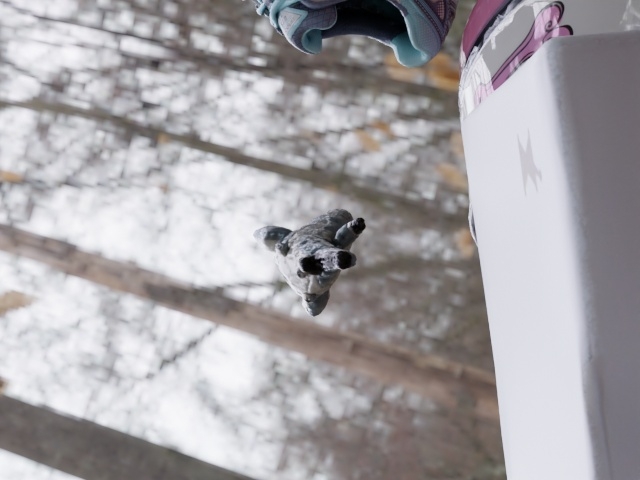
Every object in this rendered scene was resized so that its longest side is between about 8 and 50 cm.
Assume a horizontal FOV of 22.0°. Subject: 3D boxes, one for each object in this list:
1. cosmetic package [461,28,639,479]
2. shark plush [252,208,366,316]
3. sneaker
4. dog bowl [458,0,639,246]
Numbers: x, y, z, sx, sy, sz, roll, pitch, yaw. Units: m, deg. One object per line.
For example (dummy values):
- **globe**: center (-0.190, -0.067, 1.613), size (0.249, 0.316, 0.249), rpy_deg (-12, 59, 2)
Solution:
- **cosmetic package**: center (0.290, 0.033, 0.528), size (0.161, 0.453, 0.230), rpy_deg (142, 122, -86)
- **shark plush**: center (0.000, 0.000, 1.103), size (0.067, 0.073, 0.161), rpy_deg (-36, -5, -4)
- **sneaker**: center (-0.020, -0.217, 1.271), size (0.110, 0.283, 0.122), rpy_deg (123, 161, -69)
- **dog bowl**: center (0.286, -0.131, 1.241), size (0.408, 0.408, 0.150), rpy_deg (36, -148, -60)
